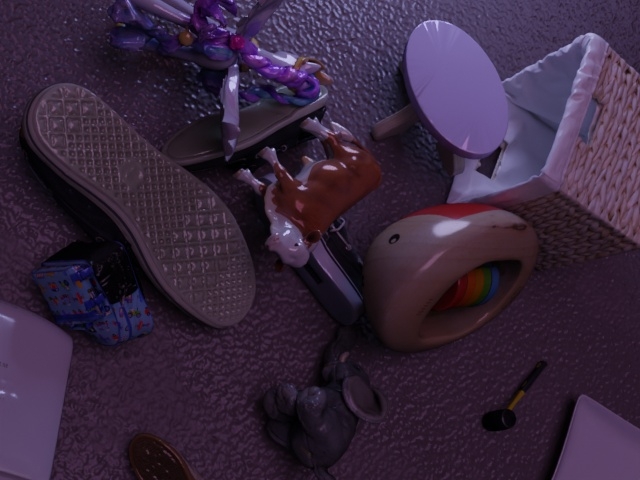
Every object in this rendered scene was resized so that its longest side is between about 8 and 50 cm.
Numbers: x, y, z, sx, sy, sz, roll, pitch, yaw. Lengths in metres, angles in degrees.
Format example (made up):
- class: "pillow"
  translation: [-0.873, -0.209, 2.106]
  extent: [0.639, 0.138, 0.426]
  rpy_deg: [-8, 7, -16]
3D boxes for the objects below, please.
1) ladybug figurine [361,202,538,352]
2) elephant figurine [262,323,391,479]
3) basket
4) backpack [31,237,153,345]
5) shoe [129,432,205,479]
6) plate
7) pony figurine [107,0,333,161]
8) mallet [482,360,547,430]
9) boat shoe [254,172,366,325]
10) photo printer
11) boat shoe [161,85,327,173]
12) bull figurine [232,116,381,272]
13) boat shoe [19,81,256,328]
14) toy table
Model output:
- class: "ladybug figurine"
  translation: [0.222, 0.052, 1.814]
  extent: [0.162, 0.305, 0.449]
  rpy_deg: [47, 23, 27]
- class: "elephant figurine"
  translation: [0.034, 0.275, 1.763]
  extent: [0.239, 0.169, 0.186]
  rpy_deg: [-22, 117, -42]
- class: "basket"
  translation: [0.462, -0.151, 1.944]
  extent: [0.266, 0.331, 0.328]
  rpy_deg: [30, 68, -17]
- class: "backpack"
  translation: [-0.349, 0.094, 1.612]
  extent: [0.117, 0.158, 0.173]
  rpy_deg: [-38, 116, -41]
- class: "shoe"
  translation: [-0.229, 0.399, 1.667]
  extent: [0.076, 0.058, 0.219]
  rpy_deg: [-42, 93, -6]
- class: "plate"
  translation: [0.557, 0.482, 1.997]
  extent: [0.278, 0.045, 0.277]
  rpy_deg: [31, 67, -15]
- class: "pony figurine"
  translation: [-0.163, -0.319, 1.695]
  extent: [0.363, 0.351, 0.302]
  rpy_deg: [22, 104, 3]
- class: "mallet"
  translation: [0.375, 0.297, 1.969]
  extent: [0.039, 0.062, 0.190]
  rpy_deg: [52, 49, -7]
- class: "boat shoe"
  translation: [0.002, -0.001, 1.825]
  extent: [0.105, 0.113, 0.306]
  rpy_deg: [-39, 94, -33]
- class: "photo printer"
  translation: [-0.498, 0.216, 1.501]
  extent: [0.256, 0.107, 0.307]
  rpy_deg: [23, 42, -24]
- class: "boat shoe"
  translation: [-0.125, -0.173, 1.812]
  extent: [0.340, 0.127, 0.113]
  rpy_deg: [-33, 137, -34]
- class: "bull figurine"
  translation: [-0.024, -0.084, 1.710]
  extent: [0.188, 0.101, 0.310]
  rpy_deg: [51, 50, -1]
- class: "boat shoe"
  translation: [-0.297, -0.049, 1.686]
  extent: [0.500, 0.156, 0.187]
  rpy_deg: [46, 62, -21]
- class: "toy table"
  translation: [0.230, -0.257, 1.939]
  extent: [0.252, 0.161, 0.274]
  rpy_deg: [-7, 74, -15]
